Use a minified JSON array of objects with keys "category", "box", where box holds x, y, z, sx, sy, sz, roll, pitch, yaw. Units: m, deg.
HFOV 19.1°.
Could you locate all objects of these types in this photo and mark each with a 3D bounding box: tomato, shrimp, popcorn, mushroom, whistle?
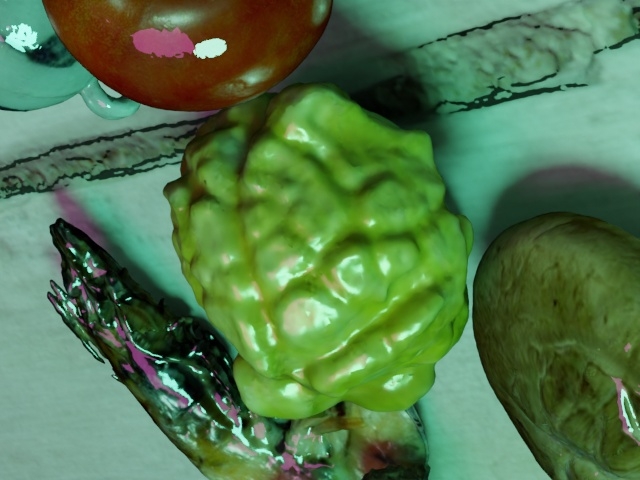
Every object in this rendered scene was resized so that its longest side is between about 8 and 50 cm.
[{"category":"tomato","box":[-0.084,-0.172,1.204,0.195,0.195,0.136,30,169,11]},{"category":"shrimp","box":[-0.059,0.098,1.498,0.365,0.071,0.233,48,132,-13]},{"category":"popcorn","box":[0.000,0.000,1.261,0.256,0.195,0.255,42,157,52]},{"category":"mushroom","box":[0.214,0.102,1.247,0.278,0.146,0.278,41,156,23]},{"category":"whistle","box":[-0.232,-0.189,1.310,0.290,0.163,0.163,44,137,-5]}]

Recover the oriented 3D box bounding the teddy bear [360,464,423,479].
[{"category":"teddy bear","box":[0.049,0.291,1.505,0.182,0.129,0.251,-14,140,22]}]
